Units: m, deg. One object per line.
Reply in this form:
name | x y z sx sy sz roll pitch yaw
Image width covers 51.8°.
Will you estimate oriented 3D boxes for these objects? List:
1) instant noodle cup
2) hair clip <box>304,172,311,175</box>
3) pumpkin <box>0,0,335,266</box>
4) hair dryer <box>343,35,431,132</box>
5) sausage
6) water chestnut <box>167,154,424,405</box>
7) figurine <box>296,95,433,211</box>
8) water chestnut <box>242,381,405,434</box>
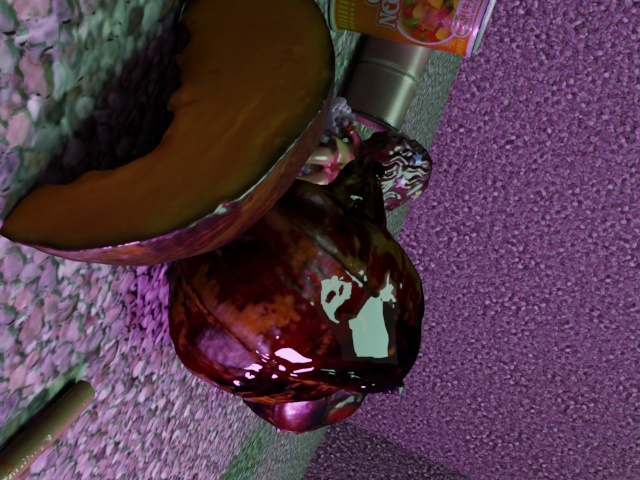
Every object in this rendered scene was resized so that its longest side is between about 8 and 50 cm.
instant noodle cup | 0.127 -0.316 0.841 0.168 0.185 0.168 23 90 -79
hair clip | -0.025 -0.028 1.088 0.072 0.034 0.225 -44 156 -56
pumpkin | -0.071 -0.064 0.512 0.312 0.148 0.169 -58 162 -26
hair dryer | 0.116 -0.278 1.170 0.344 0.107 0.189 -30 141 -87
sausage | -0.225 0.157 0.519 0.132 0.024 0.024 -53 162 -57
water chestnut | -0.026 0.044 0.695 0.289 0.289 0.244 88 -6 -65
figurine | 0.051 -0.106 0.950 0.115 0.240 0.174 -127 -136 -52
water chestnut | 0.015 0.180 1.073 0.300 0.300 0.299 22 90 -79
